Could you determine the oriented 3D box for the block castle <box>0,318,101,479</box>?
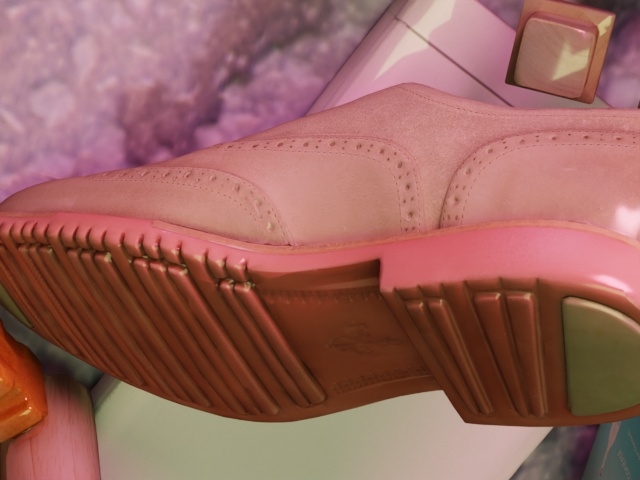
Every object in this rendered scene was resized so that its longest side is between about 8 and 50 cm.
[{"bbox_3d":[-0.313,0.081,0.665,0.303,0.212,0.453,-26,128,8],"label":"block castle"}]

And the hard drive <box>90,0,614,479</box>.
[{"bbox_3d":[0.041,0.050,0.872,0.233,0.047,0.353,35,102,-19],"label":"hard drive"}]

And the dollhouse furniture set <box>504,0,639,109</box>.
[{"bbox_3d":[0.078,-0.235,0.771,0.356,0.174,0.303,15,111,11],"label":"dollhouse furniture set"}]

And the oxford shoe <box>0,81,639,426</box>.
[{"bbox_3d":[0.000,0.000,0.756,0.397,0.146,0.140,4,141,26],"label":"oxford shoe"}]

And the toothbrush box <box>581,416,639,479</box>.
[{"bbox_3d":[0.270,0.171,0.875,0.216,0.126,0.295,2,128,-11],"label":"toothbrush box"}]
